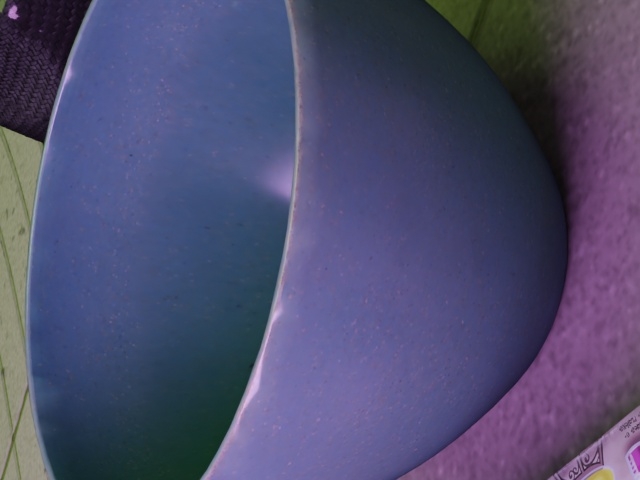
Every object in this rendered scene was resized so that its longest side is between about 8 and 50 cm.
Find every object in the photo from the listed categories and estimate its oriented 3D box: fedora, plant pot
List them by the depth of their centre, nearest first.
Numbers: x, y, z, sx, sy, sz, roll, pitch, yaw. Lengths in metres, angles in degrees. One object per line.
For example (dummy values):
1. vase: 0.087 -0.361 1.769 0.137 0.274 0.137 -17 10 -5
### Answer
1. plant pot: 0.000 0.000 0.657 0.290 0.195 0.290 -22 64 56
2. fedora: -0.198 -0.168 0.989 0.334 0.153 0.334 -23 64 59

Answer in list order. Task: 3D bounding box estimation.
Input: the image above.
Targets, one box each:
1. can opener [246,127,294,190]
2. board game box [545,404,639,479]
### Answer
1. can opener: -0.035 0.012 0.813 0.076 0.095 0.283 12 87 61
2. board game box: 0.084 0.245 0.602 0.347 0.056 0.208 -51 45 41
